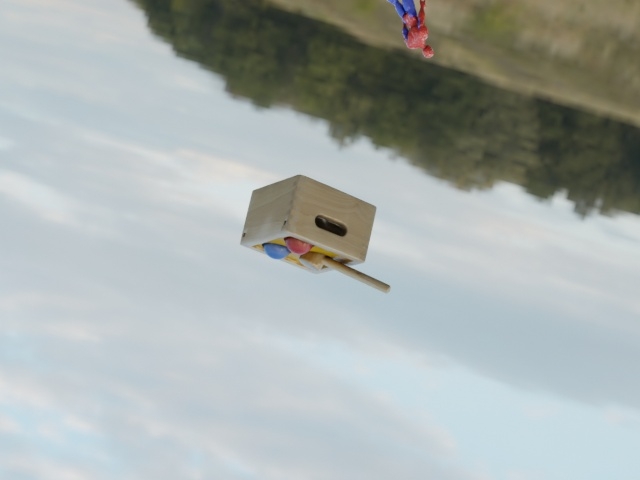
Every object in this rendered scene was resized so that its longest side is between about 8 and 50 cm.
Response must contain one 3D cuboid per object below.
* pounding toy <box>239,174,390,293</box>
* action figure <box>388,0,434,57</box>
[{"bbox_3d":[0.000,0.000,1.902,0.141,0.100,0.130,22,161,-27],"label":"pounding toy"},{"bbox_3d":[0.098,-0.252,1.816,0.030,0.115,0.038,-3,153,-43],"label":"action figure"}]
